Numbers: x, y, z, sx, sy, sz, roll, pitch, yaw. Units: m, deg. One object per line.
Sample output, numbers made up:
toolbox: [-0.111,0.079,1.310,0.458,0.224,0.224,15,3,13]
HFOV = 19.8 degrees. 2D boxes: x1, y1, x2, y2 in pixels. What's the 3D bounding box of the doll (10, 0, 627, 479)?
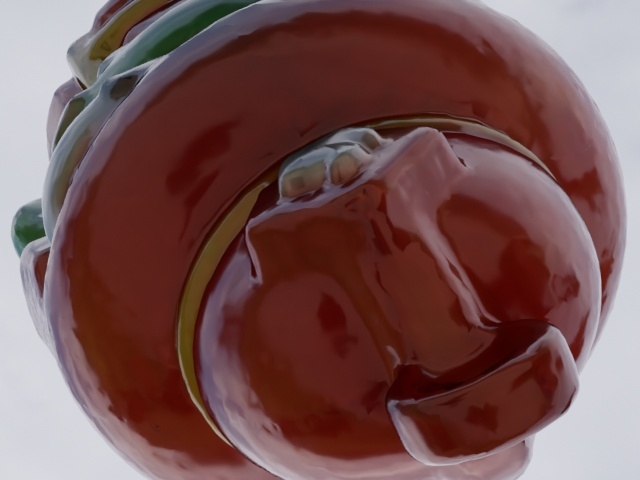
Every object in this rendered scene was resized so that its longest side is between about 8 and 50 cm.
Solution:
doll: [0.000,-0.001,0.566,0.183,0.363,0.160,-26,-74,-6]
